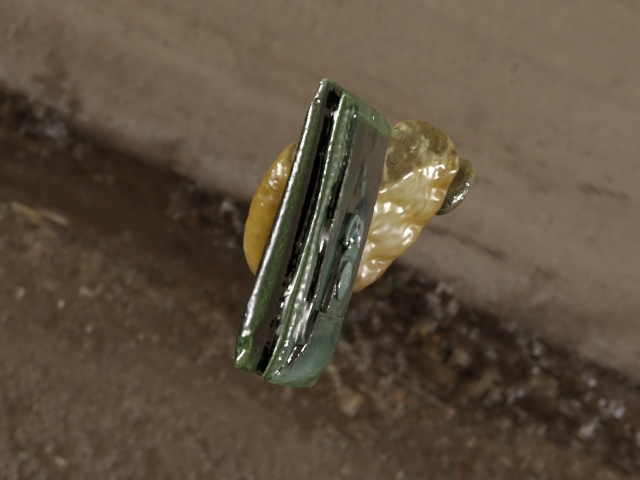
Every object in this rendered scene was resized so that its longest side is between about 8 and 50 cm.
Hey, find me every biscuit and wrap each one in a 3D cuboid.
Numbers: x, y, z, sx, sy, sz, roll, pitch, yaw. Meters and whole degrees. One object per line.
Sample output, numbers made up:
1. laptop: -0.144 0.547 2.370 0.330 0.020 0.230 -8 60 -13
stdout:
1. biscuit: 0.018 -0.027 1.873 0.091 0.213 0.274 42 31 26

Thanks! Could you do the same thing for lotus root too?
1. lotus root: 0.159 -0.064 2.190 0.049 0.054 0.099 47 59 -11

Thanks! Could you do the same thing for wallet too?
1. wallet: 0.003 0.001 1.393 0.055 0.236 0.160 18 -2 17
